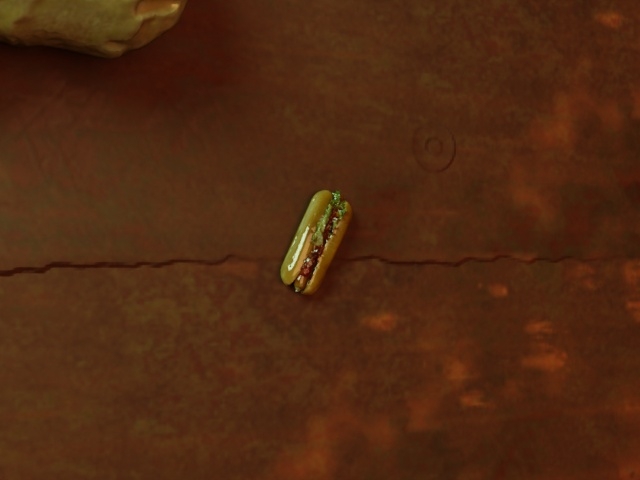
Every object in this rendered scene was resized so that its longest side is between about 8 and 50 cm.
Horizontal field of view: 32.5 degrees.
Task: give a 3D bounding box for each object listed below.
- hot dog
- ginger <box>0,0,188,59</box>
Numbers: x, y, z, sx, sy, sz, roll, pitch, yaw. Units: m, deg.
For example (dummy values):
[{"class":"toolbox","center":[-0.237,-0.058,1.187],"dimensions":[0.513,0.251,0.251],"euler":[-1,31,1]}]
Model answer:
[{"class":"hot dog","center":[0.000,0.000,0.795],"dimensions":[0.037,0.021,0.083],"euler":[28,77,-24]},{"class":"ginger","center":[-0.235,-0.224,0.634],"dimensions":[0.354,0.126,0.190],"euler":[38,82,-17]}]
